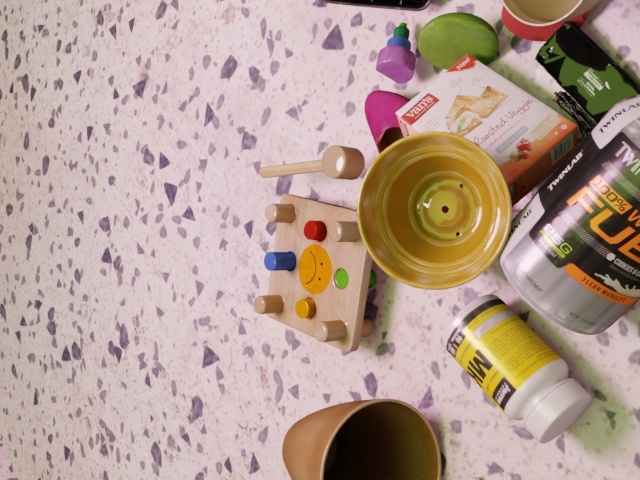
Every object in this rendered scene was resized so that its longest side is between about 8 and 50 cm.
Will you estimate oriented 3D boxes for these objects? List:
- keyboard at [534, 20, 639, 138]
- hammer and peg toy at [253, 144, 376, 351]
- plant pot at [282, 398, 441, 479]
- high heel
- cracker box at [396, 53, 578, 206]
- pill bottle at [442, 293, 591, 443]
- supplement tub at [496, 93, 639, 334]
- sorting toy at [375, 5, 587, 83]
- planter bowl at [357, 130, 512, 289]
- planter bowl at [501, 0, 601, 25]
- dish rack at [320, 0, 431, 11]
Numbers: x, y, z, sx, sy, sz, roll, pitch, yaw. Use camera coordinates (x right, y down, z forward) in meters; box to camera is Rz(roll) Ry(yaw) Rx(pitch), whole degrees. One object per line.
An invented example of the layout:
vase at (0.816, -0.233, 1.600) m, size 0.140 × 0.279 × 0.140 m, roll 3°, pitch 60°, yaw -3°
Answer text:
keyboard at (0.387, -0.218, 1.079) m, size 0.100 × 0.038 × 0.192 m, roll -45°, pitch 67°, yaw 25°
hammer and peg toy at (0.000, 0.000, 1.407) m, size 0.266 × 0.127 × 0.361 m, roll 16°, pitch 101°, yaw 47°
plant pot at (0.042, 0.384, 1.321) m, size 0.254 × 0.237 × 0.237 m, roll -7°, pitch 85°, yaw 60°
high heel at (0.130, -0.103, 1.219) m, size 0.377 × 0.181 × 0.127 m, roll 56°, pitch 147°, yaw 30°
cracker box at (0.248, -0.166, 1.137) m, size 0.155 × 0.067 × 0.232 m, roll -40°, pitch 54°, yaw -6°
pill bottle at (0.290, 0.189, 1.115) m, size 0.208 × 0.119 × 0.119 m, roll 48°, pitch 122°, yaw 34°
supplement tub at (0.390, -0.045, 0.958) m, size 0.193 × 0.193 × 0.316 m, roll 55°, pitch 126°, yaw 30°
sorting toy at (0.244, -0.362, 1.189) m, size 0.365 × 0.127 × 0.126 m, roll -12°, pitch 59°, yaw 43°
planter bowl at (0.168, -0.043, 1.063) m, size 0.217 × 0.090 × 0.217 m, roll 2°, pitch 95°, yaw 23°
planter bowl at (0.320, -0.360, 0.959) m, size 0.162 × 0.109 × 0.162 m, roll 25°, pitch 121°, yaw 51°
dish rack at (0.096, -0.530, 1.238) m, size 0.208 × 0.074 × 0.272 m, roll 8°, pitch 122°, yaw 11°
